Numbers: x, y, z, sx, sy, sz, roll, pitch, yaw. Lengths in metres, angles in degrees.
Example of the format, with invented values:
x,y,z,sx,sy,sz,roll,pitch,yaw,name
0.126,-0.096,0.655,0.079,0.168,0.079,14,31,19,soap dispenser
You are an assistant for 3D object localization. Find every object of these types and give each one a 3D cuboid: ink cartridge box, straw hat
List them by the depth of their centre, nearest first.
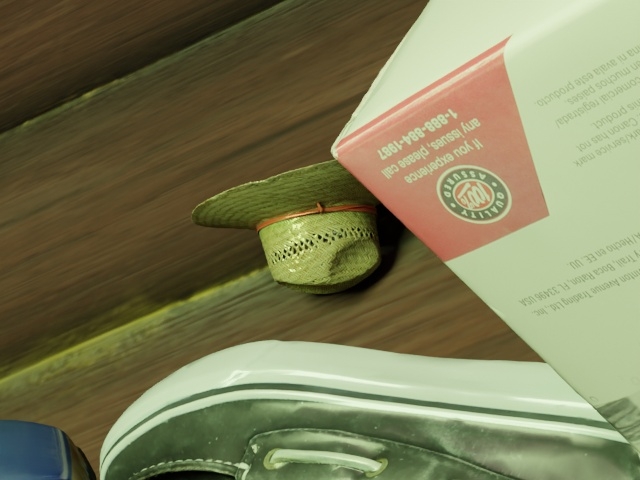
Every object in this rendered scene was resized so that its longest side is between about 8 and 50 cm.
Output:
x,y,z,sx,sy,sz,roll,pitch,yaw,name
0.179,-0.007,0.692,0.207,0.283,0.117,-28,24,50,ink cartridge box
0.000,0.000,1.099,0.144,0.144,0.061,-19,76,25,straw hat

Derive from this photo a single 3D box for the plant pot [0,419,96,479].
x,y,z,sx,sy,sz,roll,pitch,yaw,name
-0.152,0.209,0.763,0.212,0.236,0.236,-30,5,-8,plant pot

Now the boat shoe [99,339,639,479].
x,y,z,sx,sy,sz,roll,pitch,yaw,name
0.019,0.123,0.863,0.335,0.121,0.119,-8,37,34,boat shoe
